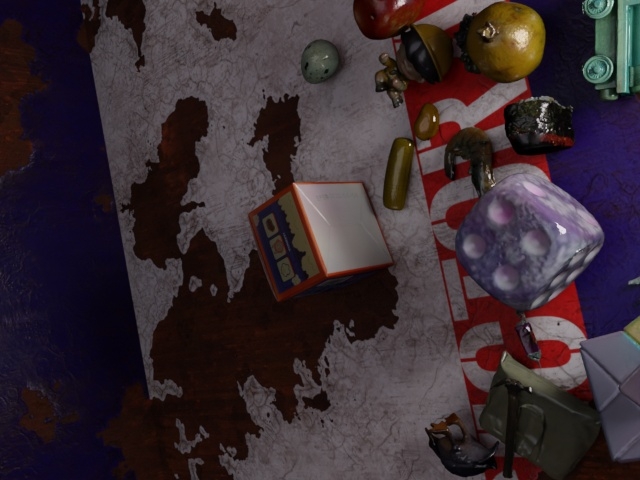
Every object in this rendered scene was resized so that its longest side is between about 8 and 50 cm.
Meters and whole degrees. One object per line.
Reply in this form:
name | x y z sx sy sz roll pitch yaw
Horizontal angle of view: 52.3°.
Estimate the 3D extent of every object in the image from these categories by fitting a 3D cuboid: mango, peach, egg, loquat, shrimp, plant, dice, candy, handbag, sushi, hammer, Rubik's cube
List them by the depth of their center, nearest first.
Rubik's cube | 0.788 0.319 1.453 0.368 0.358 0.387 -24 67 40
sushi | 0.561 -0.290 1.672 0.136 0.225 0.126 -11 86 43
dice | 0.539 0.002 1.691 0.271 0.270 0.270 49 124 27
loquat | 0.480 -0.524 1.711 0.214 0.246 0.213 2 94 39
hammer | 0.523 0.520 1.793 0.125 0.027 0.297 13 110 48
handbag | 0.599 0.488 1.798 0.316 0.109 0.253 31 119 36
candy | 0.582 0.276 1.831 0.043 0.045 0.174 -25 78 30
plant | 0.431 -0.561 1.868 0.085 0.087 0.174 -167 70 -77
shrimp | 0.440 -0.185 1.915 0.169 0.058 0.295 -14 81 50
peach | 0.207 -0.719 1.950 0.200 0.243 0.243 34 126 -13
mango | 0.325 -0.362 1.992 0.080 0.060 0.114 13 99 38
egg | -0.005 -0.605 2.225 0.131 0.131 0.164 50 137 27

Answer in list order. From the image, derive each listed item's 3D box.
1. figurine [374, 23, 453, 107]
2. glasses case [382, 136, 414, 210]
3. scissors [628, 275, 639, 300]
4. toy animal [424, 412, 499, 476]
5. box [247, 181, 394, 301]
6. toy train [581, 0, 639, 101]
figurine | 0.277 -0.532 1.946 0.257 0.167 0.192 -29 102 38
glasses case | 0.246 -0.212 2.078 0.079 0.064 0.234 16 104 33
scissors | 0.848 0.083 1.586 0.187 0.020 0.133 -40 72 36
toy animal | 0.417 0.621 1.947 0.298 0.122 0.185 1 113 54
box | 0.000 0.000 2.132 0.257 0.349 0.318 -32 74 40
toy train | 0.742 -0.490 1.565 0.194 0.120 0.298 2 96 37
